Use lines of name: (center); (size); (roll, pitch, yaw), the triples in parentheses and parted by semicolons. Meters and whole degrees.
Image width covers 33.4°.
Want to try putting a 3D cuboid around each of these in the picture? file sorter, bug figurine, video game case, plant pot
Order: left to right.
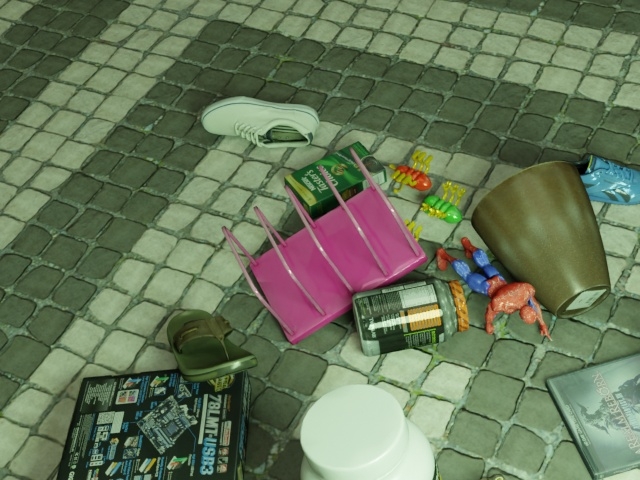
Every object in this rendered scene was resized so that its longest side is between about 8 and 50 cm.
file sorter: (0.000, 0.000, 1.912); (0.290, 0.182, 0.202); (-33, 52, 3)
bug figurine: (0.150, -0.047, 2.066); (0.279, 0.072, 0.216); (-41, 47, -20)
plant pot: (0.414, 0.015, 1.896); (0.215, 0.215, 0.230); (-19, 61, -9)
video game case: (0.533, 0.269, 1.740); (0.274, 0.026, 0.196); (-15, 46, -6)

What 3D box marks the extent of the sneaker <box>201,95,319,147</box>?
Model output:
sneaker: (-0.134, -0.248, 2.289); (0.258, 0.094, 0.091); (1, 43, 9)

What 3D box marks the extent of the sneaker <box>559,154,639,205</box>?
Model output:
sneaker: (0.558, -0.121, 2.065); (0.209, 0.082, 0.069); (4, 46, 11)

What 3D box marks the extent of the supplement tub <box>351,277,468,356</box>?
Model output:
supplement tub: (0.157, 0.131, 1.869); (0.190, 0.117, 0.117); (-11, 46, -2)

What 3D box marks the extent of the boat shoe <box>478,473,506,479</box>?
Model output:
boat shoe: (0.310, 0.467, 1.531); (0.096, 0.116, 0.324); (-29, 43, -13)

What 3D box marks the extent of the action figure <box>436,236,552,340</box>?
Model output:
action figure: (0.313, 0.106, 1.898); (0.091, 0.139, 0.280); (-25, 26, -10)

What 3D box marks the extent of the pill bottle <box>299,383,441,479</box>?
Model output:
pill bottle: (0.081, 0.361, 1.500); (0.188, 0.334, 0.188); (-11, 41, 9)

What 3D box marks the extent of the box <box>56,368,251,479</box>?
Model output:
box: (-0.268, 0.330, 1.748); (0.293, 0.073, 0.295); (-6, 35, 3)

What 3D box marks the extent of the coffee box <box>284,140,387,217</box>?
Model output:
coffee box: (0.031, -0.125, 2.183); (0.184, 0.040, 0.113); (-26, 48, -15)

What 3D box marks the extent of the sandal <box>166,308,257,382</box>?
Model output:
sandal: (-0.205, 0.168, 1.846); (0.120, 0.086, 0.303); (-15, 21, -21)
